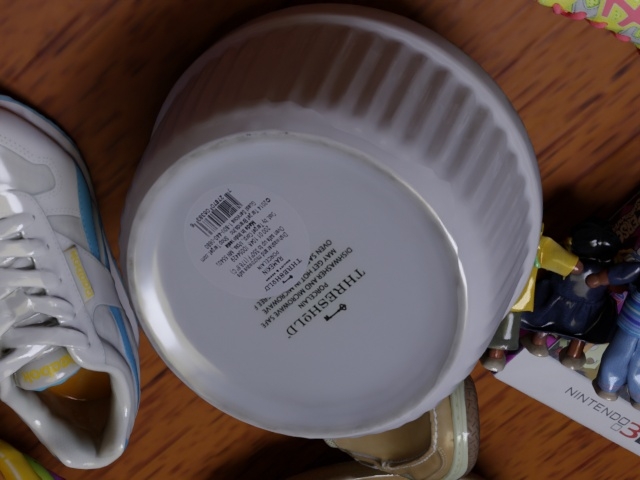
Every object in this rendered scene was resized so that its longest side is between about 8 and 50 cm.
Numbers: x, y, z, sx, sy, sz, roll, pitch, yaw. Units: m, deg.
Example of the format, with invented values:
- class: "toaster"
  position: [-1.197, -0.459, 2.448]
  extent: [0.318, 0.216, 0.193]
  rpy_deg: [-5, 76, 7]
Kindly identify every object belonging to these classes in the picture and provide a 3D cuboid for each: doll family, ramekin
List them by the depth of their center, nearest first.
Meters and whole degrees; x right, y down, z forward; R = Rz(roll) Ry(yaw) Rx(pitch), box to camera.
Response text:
- class: "ramekin"
  position: [0.000, 0.000, 0.727]
  extent: [0.207, 0.109, 0.207]
  rpy_deg: [7, 120, 12]
- class: "doll family"
  position: [0.130, 0.021, 0.820]
  extent: [0.193, 0.076, 0.111]
  rpy_deg: [14, 112, -5]

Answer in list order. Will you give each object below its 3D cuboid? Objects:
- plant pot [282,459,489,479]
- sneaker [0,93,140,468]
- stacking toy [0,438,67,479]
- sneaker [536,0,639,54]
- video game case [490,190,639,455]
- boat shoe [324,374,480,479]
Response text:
- class: "plant pot"
  position: [0.026, 0.210, 0.991]
  extent: [0.236, 0.032, 0.236]
  rpy_deg: [-6, 138, -5]
- class: "sneaker"
  position: [-0.148, 0.022, 0.773]
  extent: [0.087, 0.092, 0.229]
  rpy_deg: [-19, 129, 5]
- class: "stacking toy"
  position: [-0.189, 0.174, 0.844]
  extent: [0.166, 0.175, 0.302]
  rpy_deg: [-9, 166, 25]
- class: "sneaker"
  position: [0.141, -0.135, 0.726]
  extent: [0.094, 0.081, 0.208]
  rpy_deg: [-27, 124, 20]
- class: "video game case"
  position: [0.249, 0.040, 0.911]
  extent: [0.210, 0.042, 0.232]
  rpy_deg: [30, 117, -31]
- class: "boat shoe"
  position: [0.034, 0.105, 0.842]
  extent: [0.072, 0.068, 0.190]
  rpy_deg: [3, 170, -12]
